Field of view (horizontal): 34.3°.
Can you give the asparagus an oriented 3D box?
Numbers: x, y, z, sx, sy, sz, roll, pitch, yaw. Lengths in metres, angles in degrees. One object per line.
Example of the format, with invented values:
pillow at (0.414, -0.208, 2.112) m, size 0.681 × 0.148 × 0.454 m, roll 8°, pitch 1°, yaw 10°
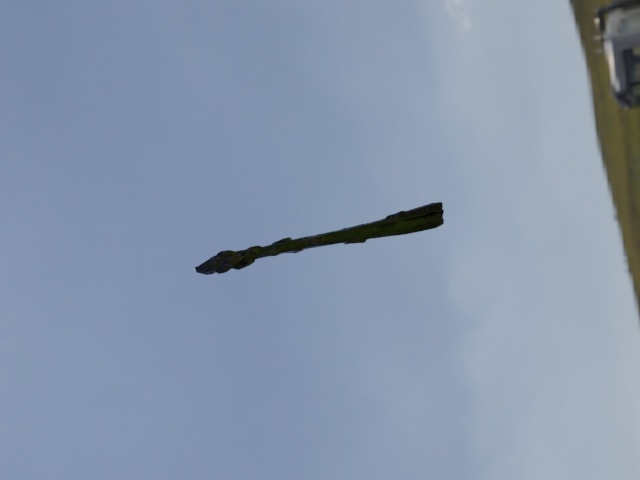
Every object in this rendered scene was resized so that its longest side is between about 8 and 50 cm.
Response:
asparagus at (0.000, 0.000, 0.938) m, size 0.023 × 0.233 × 0.022 m, roll 84°, pitch 172°, yaw -58°
